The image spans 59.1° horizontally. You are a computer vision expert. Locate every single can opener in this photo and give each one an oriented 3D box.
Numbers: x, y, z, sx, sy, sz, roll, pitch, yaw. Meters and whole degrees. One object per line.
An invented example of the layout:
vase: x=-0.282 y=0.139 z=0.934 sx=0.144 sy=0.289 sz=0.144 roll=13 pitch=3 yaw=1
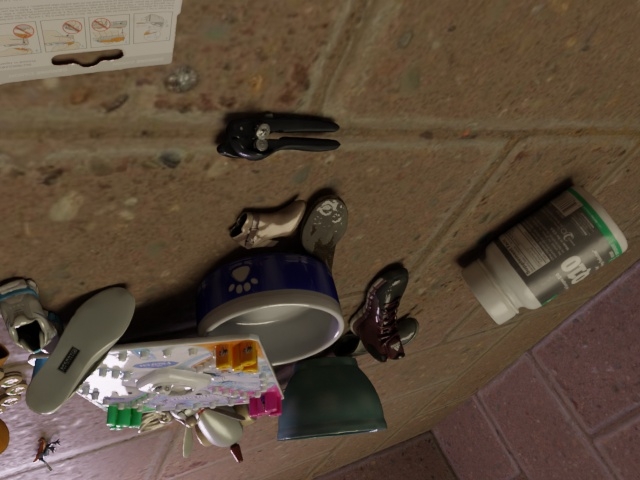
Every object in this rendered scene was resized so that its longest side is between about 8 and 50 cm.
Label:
can opener: x=-0.048 y=-0.144 z=0.767 sx=0.186 sy=0.073 sz=0.059 roll=-13 pitch=109 yaw=-33

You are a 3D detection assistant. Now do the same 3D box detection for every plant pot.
plant pot: x=0.023 y=0.422 z=1.518 sx=0.292 sy=0.197 sz=0.293 roll=-5 pitch=160 yaw=-2

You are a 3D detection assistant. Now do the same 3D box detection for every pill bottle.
pill bottle: x=0.554 y=0.044 z=1.431 sx=0.361 sy=0.204 sz=0.204 roll=-38 pitch=150 yaw=15

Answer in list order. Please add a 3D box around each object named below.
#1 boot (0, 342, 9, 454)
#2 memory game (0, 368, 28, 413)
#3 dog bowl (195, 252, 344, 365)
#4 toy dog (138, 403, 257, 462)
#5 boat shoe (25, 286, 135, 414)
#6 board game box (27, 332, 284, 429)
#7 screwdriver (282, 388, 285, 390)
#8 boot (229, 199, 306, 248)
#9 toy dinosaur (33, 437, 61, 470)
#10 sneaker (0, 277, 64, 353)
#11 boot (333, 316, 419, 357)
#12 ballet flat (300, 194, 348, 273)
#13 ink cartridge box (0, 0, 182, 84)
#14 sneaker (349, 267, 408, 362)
boot: x=-0.534 y=0.231 z=0.844 sx=0.211 sy=0.104 sz=0.295 roll=-35 pitch=141 yaw=8
memory game: x=-0.600 y=0.271 z=0.960 sx=0.186 sy=0.012 sz=0.186 roll=-22 pitch=151 yaw=-13
dog bowl: x=-0.094 y=0.135 z=1.036 sx=0.264 sy=0.104 sz=0.265 roll=-9 pitch=147 yaw=-6
toy dog: x=-0.272 y=0.478 z=1.425 sx=0.220 sy=0.161 sz=0.333 roll=-40 pitch=149 yaw=19
boat shoe: x=-0.374 y=0.168 z=0.889 sx=0.219 sy=0.077 sz=0.070 roll=-54 pitch=-176 yaw=-17
board game box: x=-0.283 y=0.287 z=1.086 sx=0.389 sy=0.051 sz=0.390 roll=-6 pitch=149 yaw=1
screwdriver: x=-0.101 y=0.440 z=1.659 sx=0.169 sy=0.025 sz=0.024 roll=-6 pitch=144 yaw=-34
boot: x=-0.088 y=-0.030 z=0.915 sx=0.086 sy=0.042 sz=0.118 roll=18 pitch=120 yaw=-43
toy dinosaur: x=-0.614 y=0.465 z=1.250 sx=0.082 sy=0.047 sz=0.090 roll=-26 pitch=119 yaw=12
sneaker: x=-0.426 y=0.139 z=0.836 sx=0.071 sy=0.083 sz=0.191 roll=-22 pitch=152 yaw=-17
boot: x=0.160 y=0.274 z=1.596 sx=0.189 sy=0.076 sz=0.208 roll=-44 pitch=141 yaw=21
ballet flat: x=0.000 y=0.000 z=1.034 sx=0.084 sy=0.058 sz=0.250 roll=-4 pitch=141 yaw=-8
ink cartridge box: x=-0.212 y=-0.234 z=0.493 sx=0.180 sy=0.056 sz=0.225 roll=-15 pitch=167 yaw=-24
sneaker: x=0.175 y=0.199 z=1.379 sx=0.106 sy=0.163 sz=0.281 roll=-13 pitch=148 yaw=-27
